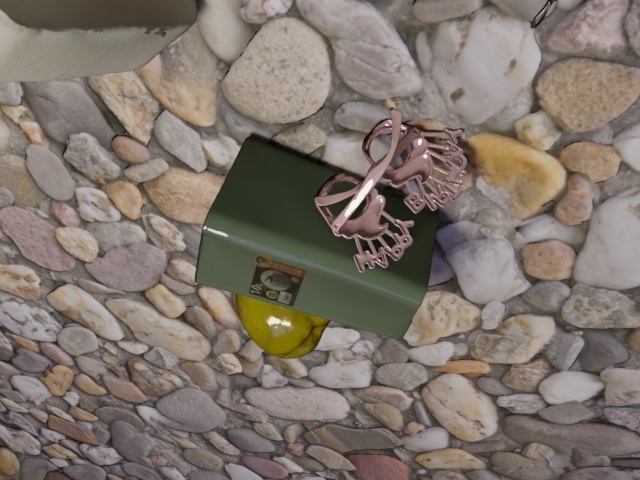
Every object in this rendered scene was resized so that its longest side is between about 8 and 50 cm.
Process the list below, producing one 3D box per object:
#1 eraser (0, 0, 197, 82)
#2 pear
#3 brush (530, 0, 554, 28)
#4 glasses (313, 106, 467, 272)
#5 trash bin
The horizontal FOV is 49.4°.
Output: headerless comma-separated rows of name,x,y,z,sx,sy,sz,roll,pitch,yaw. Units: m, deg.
eraser,-0.349,-0.369,0.880,0.150,0.331,0.331,-21,123,37
pear,-0.063,0.110,1.261,0.200,0.200,0.200,11,136,11
brush,0.283,-0.295,0.855,0.024,0.008,0.083,23,137,-7
glasses,0.108,-0.080,0.996,0.162,0.255,0.095,41,177,1
trash bin,0.000,0.000,1.106,0.343,0.223,0.158,18,137,1
